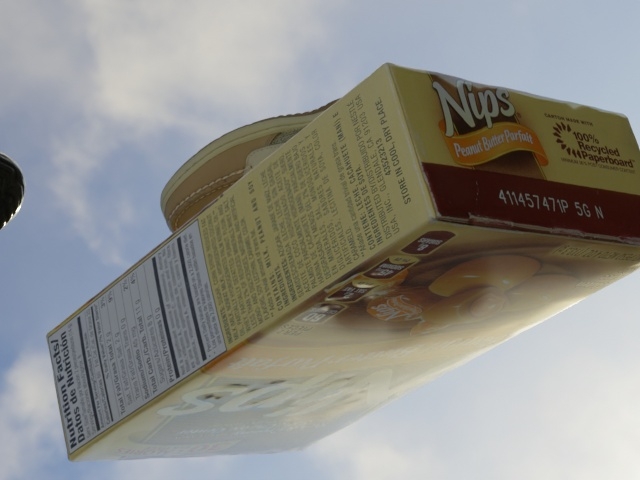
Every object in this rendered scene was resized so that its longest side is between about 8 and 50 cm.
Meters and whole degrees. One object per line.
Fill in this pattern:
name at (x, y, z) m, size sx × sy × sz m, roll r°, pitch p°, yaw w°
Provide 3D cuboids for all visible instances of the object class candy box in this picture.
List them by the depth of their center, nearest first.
candy box at (0.009, 0.030, 0.708) m, size 0.183 × 0.087 × 0.316 m, roll 6°, pitch -30°, yaw -41°

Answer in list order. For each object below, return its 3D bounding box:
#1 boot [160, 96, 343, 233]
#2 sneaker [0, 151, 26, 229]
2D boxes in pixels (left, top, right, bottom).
boot at (0.000, 0.000, 1.025) m, size 0.095 × 0.262 × 0.203 m, roll 54°, pitch -160°, yaw -56°
sneaker at (-0.544, 0.004, 1.626) m, size 0.385 × 0.145 × 0.147 m, roll -33°, pitch 8°, yaw -1°
